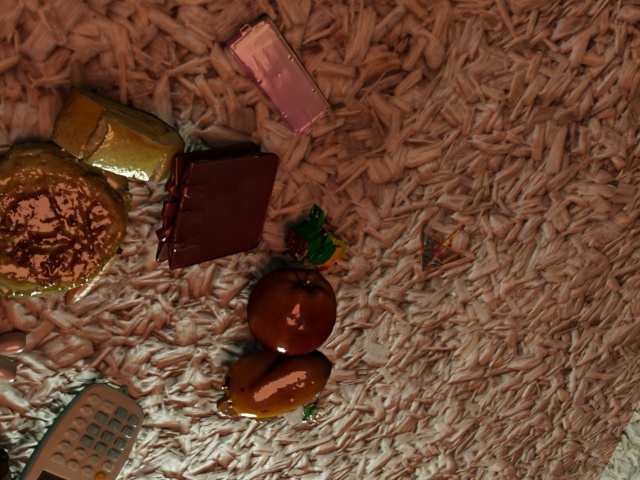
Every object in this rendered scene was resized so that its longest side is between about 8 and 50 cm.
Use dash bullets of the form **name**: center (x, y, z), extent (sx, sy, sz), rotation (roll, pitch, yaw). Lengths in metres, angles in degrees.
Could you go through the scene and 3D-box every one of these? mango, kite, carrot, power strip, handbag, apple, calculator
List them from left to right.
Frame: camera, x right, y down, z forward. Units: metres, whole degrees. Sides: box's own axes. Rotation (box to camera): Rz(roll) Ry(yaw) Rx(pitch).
- **calculator**: center (-0.598, 0.539, 1.624), extent (0.386, 0.054, 0.256), rotation (-59, 136, -19)
- **carrot**: center (-0.529, 0.076, 1.461), extent (0.072, 0.072, 0.205), rotation (29, 113, -33)
- **handbag**: center (-0.221, -0.078, 1.399), extent (0.275, 0.084, 0.260), rotation (-20, 134, -49)
- **mango**: center (-0.112, 0.365, 1.698), extent (0.287, 0.152, 0.201), rotation (-20, 113, -10)
- **power strip**: center (-0.085, -0.349, 1.383), extent (0.109, 0.037, 0.279), rotation (-38, 126, 3)
- **apple**: center (-0.066, 0.173, 1.610), extent (0.233, 0.234, 0.234), rotation (-10, 124, -16)
- **kite**: center (0.336, 0.030, 1.810), extent (0.190, 0.010, 0.159), rotation (25, 108, -33)

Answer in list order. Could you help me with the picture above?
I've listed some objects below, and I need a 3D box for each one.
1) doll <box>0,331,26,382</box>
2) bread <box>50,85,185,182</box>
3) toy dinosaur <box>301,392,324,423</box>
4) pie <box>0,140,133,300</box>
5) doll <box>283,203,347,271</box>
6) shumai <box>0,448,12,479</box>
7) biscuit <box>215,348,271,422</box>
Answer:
- **doll**: center (-0.773, 0.271, 1.481), extent (0.160, 0.059, 0.161), rotation (15, 114, -29)
- **bread**: center (-0.385, -0.194, 1.271), extent (0.257, 0.186, 0.124), rotation (19, 108, -39)
- **toy dinosaur**: center (-0.021, 0.512, 1.961), extent (0.060, 0.029, 0.120), rotation (10, 115, -8)
- **pie**: center (-0.545, -0.038, 1.302), extent (0.288, 0.103, 0.355), rotation (42, 81, -31)
- **doll**: center (-0.006, 0.007, 1.598), extent (0.134, 0.106, 0.186), rotation (-50, 142, 0)
- **shumai**: center (-0.869, 0.674, 1.571), extent (0.397, 0.324, 0.324), rotation (-15, 110, -20)
- **biscuit**: center (-0.149, 0.385, 1.812), extent (0.196, 0.049, 0.302), rotation (24, 110, -31)
